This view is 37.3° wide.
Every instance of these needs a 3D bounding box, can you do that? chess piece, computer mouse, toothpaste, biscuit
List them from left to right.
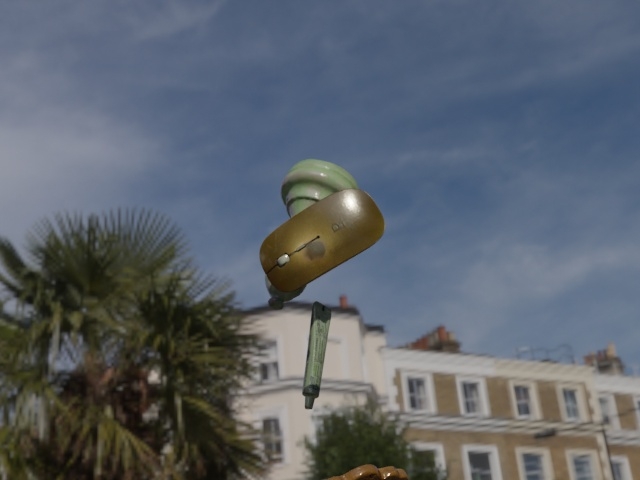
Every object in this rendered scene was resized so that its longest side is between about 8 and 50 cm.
[{"bbox_3d":[-0.032,0.004,1.573,0.139,0.272,0.139,14,-35,10],"label":"chess piece"},{"bbox_3d":[-0.008,0.205,1.691,0.029,0.197,0.048,-17,-35,41],"label":"toothpaste"},{"bbox_3d":[0.000,-0.001,1.425,0.199,0.102,0.045,-30,-16,5],"label":"computer mouse"},{"bbox_3d":[0.067,0.594,2.187,0.295,0.044,0.186,-8,-53,-26],"label":"biscuit"}]
